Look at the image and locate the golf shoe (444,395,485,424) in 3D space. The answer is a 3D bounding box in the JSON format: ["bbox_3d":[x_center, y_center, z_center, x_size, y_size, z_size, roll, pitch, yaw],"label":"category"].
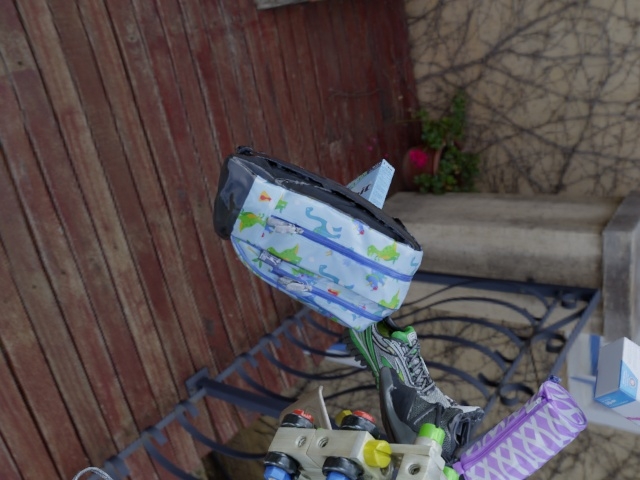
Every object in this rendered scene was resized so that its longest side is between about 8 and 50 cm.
[{"bbox_3d":[0.368,0.476,1.724,0.077,0.198,0.094,36,47,-34],"label":"golf shoe"}]

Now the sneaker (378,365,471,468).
[{"bbox_3d":[0.173,0.300,1.047,0.130,0.227,0.087,-8,118,-9],"label":"sneaker"}]

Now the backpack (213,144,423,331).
[{"bbox_3d":[0.000,0.000,1.078,0.290,0.355,0.273,-73,176,-88],"label":"backpack"}]

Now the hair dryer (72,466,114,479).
[{"bbox_3d":[-0.334,0.479,0.809,0.223,0.080,0.293,-20,81,-28],"label":"hair dryer"}]

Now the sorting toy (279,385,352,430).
[{"bbox_3d":[-0.009,0.455,1.390,0.041,0.307,0.229,4,58,-31],"label":"sorting toy"}]

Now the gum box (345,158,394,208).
[{"bbox_3d":[0.081,-0.080,1.371,0.041,0.157,0.184,41,44,-17],"label":"gum box"}]

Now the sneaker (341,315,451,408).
[{"bbox_3d":[0.193,0.297,1.459,0.134,0.343,0.146,-9,141,-50],"label":"sneaker"}]

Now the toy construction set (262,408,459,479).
[{"bbox_3d":[0.049,0.315,0.761,0.215,0.327,0.151,50,33,-27],"label":"toy construction set"}]

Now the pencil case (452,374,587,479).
[{"bbox_3d":[0.298,0.298,0.910,0.088,0.086,0.206,22,117,-30],"label":"pencil case"}]

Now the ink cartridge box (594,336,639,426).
[{"bbox_3d":[0.447,0.206,0.843,0.122,0.052,0.088,31,52,-4],"label":"ink cartridge box"}]
